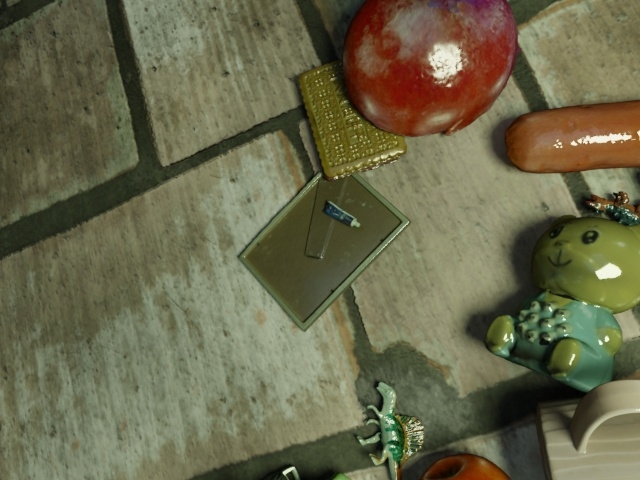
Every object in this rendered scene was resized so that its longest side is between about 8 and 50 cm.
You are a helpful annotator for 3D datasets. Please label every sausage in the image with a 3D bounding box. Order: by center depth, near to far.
[{"bbox_3d":[0.443,-0.171,0.861,0.259,0.113,0.114,-2,77,16],"label":"sausage"}]

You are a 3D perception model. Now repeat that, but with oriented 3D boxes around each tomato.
[{"bbox_3d":[0.202,-0.348,0.930,0.334,0.176,0.290,1,79,8],"label":"tomato"}]

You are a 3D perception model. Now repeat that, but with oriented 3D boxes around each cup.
[{"bbox_3d":[0.434,0.296,0.663,0.273,0.288,0.208,-10,66,18],"label":"cup"}]

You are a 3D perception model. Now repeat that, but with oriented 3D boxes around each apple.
[{"bbox_3d":[0.217,0.398,0.771,0.163,0.163,0.139,-34,77,7],"label":"apple"}]

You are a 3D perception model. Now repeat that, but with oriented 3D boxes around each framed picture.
[{"bbox_3d":[0.000,0.000,1.008,0.289,0.020,0.211,-46,69,3],"label":"framed picture"}]

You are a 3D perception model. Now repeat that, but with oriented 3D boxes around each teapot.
[{"bbox_3d":[-0.070,0.440,0.909,0.088,0.066,0.057,-37,88,-17],"label":"teapot"}]

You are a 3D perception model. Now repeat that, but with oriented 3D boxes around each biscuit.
[{"bbox_3d":[0.058,-0.253,1.033,0.172,0.029,0.254,-17,72,6],"label":"biscuit"}]

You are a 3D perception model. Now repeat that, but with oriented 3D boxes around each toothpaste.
[{"bbox_3d":[0.041,-0.048,0.988,0.083,0.019,0.027,31,105,26],"label":"toothpaste"}]

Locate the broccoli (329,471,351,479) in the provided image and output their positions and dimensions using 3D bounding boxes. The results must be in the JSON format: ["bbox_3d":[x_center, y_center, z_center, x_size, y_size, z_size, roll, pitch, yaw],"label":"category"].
[{"bbox_3d":[-0.026,0.495,0.808,0.254,0.269,0.269,39,91,12],"label":"broccoli"}]

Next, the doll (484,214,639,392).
[{"bbox_3d":[0.390,0.086,0.786,0.177,0.161,0.261,14,80,60],"label":"doll"}]

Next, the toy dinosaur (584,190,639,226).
[{"bbox_3d":[0.510,-0.045,0.840,0.154,0.049,0.055,21,93,13],"label":"toy dinosaur"}]

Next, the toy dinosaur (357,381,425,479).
[{"bbox_3d":[0.130,0.342,0.877,0.106,0.044,0.187,-34,68,-9],"label":"toy dinosaur"}]
